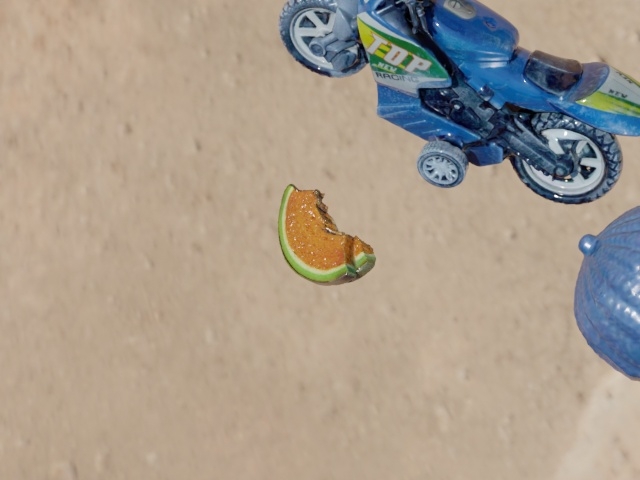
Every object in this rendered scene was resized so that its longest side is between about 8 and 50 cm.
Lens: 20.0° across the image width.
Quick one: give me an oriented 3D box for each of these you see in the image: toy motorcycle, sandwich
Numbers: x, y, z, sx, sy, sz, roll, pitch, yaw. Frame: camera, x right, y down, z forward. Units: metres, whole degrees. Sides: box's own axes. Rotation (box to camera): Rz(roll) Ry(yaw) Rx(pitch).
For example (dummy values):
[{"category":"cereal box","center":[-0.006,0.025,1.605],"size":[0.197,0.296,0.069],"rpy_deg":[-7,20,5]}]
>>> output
[{"category":"toy motorcycle","center":[0.097,-0.112,1.163],"size":[0.254,0.092,0.135],"rpy_deg":[28,138,0]},{"category":"sandwich","center":[-0.002,0.000,1.636],"size":[0.029,0.135,0.067],"rpy_deg":[23,111,-41]}]

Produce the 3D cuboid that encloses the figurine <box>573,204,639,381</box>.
[{"category":"figurine","center":[0.142,0.049,0.649],"size":[0.079,0.077,0.136],"rpy_deg":[-21,89,9]}]
